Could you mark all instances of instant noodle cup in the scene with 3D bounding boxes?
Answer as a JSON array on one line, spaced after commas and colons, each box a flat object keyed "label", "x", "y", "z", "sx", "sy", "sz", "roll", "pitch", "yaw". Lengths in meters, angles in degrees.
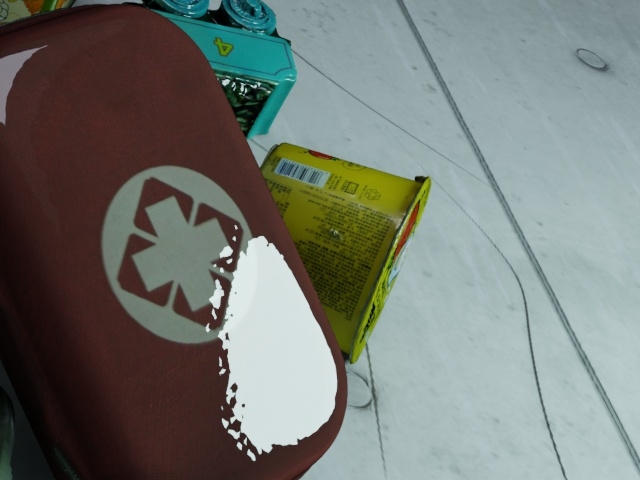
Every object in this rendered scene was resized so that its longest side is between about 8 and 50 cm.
[{"label": "instant noodle cup", "x": 0.000, "y": 0.000, "z": 1.421, "sx": 0.144, "sy": 0.182, "sz": 0.182, "roll": 24, "pitch": 32, "yaw": 7}]

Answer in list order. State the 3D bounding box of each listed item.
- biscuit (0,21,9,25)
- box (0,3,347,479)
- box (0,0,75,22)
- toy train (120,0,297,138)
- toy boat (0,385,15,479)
[{"label": "biscuit", "x": -0.326, "y": -0.143, "z": 1.453, "sx": 0.174, "sy": 0.039, "sz": 0.183, "roll": -28, "pitch": 29, "yaw": -14}, {"label": "box", "x": -0.133, "y": 0.020, "z": 1.172, "sx": 0.263, "sy": 0.108, "sz": 0.404, "roll": -27, "pitch": 94, "yaw": -41}, {"label": "box", "x": -0.331, "y": -0.326, "z": 1.640, "sx": 0.195, "sy": 0.148, "sz": 0.177, "roll": 26, "pitch": 31, "yaw": -5}, {"label": "toy train", "x": -0.117, "y": -0.189, "z": 1.658, "sx": 0.198, "sy": 0.107, "sz": 0.154, "roll": 11, "pitch": 44, "yaw": -25}, {"label": "toy boat", "x": -0.237, "y": 0.190, "z": 1.060, "sx": 0.085, "sy": 0.078, "sz": 0.260, "roll": 40, "pitch": 26, "yaw": -29}]
